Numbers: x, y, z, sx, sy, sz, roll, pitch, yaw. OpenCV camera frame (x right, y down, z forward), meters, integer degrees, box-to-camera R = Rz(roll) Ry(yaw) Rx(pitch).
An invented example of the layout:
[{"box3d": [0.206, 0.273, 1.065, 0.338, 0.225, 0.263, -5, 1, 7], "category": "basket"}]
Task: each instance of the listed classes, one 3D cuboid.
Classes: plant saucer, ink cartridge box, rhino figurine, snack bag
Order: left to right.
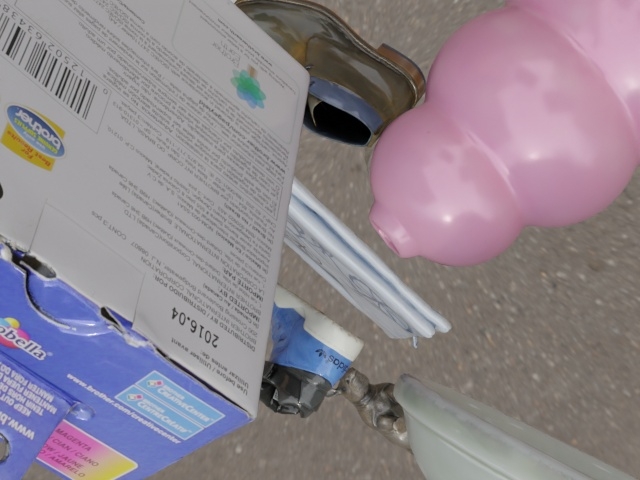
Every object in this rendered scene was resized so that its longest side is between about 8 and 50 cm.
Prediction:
[{"box3d": [-0.162, -0.033, 0.759, 0.151, 0.395, 0.270, -33, 122, 30], "category": "ink cartridge box"}, {"box3d": [0.000, 0.000, 1.392, 0.323, 0.342, 0.037, 42, 84, 2], "category": "snack bag"}, {"box3d": [0.096, 0.237, 1.748, 0.243, 0.106, 0.073, 35, 74, -18], "category": "rhino figurine"}, {"box3d": [0.217, 0.224, 0.883, 0.401, 0.400, 0.100, 26, 88, -1], "category": "plant saucer"}]

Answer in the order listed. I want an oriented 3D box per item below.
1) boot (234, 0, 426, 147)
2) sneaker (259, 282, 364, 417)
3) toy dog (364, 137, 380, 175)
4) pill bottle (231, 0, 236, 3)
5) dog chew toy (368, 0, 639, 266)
[{"box3d": [-0.009, -0.173, 1.253, 0.219, 0.106, 0.082, 25, 137, 9], "category": "boot"}, {"box3d": [-0.027, 0.087, 0.971, 0.058, 0.152, 0.084, 35, 88, -28], "category": "sneaker"}, {"box3d": [0.221, -0.159, 1.420, 0.220, 0.161, 0.334, 35, 133, -24], "category": "toy dog"}, {"box3d": [-0.215, -0.330, 1.885, 0.181, 0.181, 0.323, 37, 132, -2], "category": "pill bottle"}, {"box3d": [0.177, -0.105, 0.954, 0.332, 0.206, 0.206, -40, 93, -4], "category": "dog chew toy"}]
